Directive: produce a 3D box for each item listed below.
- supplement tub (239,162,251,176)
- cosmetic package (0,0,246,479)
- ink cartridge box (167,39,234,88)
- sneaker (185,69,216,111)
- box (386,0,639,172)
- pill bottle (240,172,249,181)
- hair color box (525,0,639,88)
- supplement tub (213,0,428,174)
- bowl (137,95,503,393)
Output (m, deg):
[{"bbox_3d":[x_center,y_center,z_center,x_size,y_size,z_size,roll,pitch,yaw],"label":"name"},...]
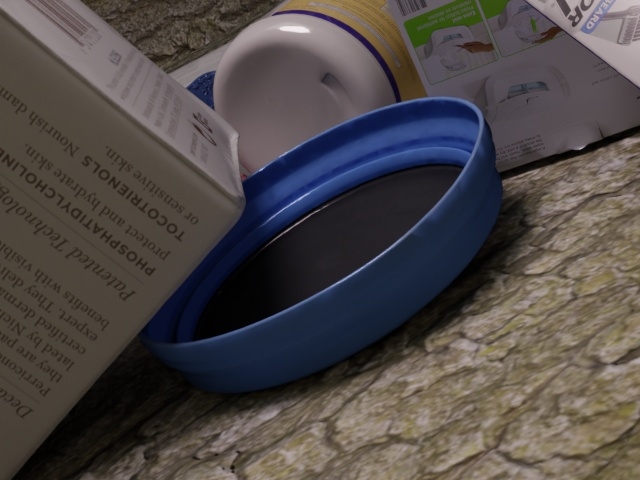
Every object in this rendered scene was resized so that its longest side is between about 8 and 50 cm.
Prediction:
[{"bbox_3d":[-0.168,-0.072,1.569,0.190,0.117,0.117,-16,20,33],"label":"supplement tub"},{"bbox_3d":[-0.320,-0.027,1.112,0.394,0.327,0.329,-48,15,10],"label":"cosmetic package"},{"bbox_3d":[-0.220,-0.178,1.884,0.308,0.091,0.385,-25,30,9],"label":"ink cartridge box"},{"bbox_3d":[-0.185,-0.176,1.686,0.232,0.081,0.090,-33,-13,-40],"label":"sneaker"},{"bbox_3d":[0.234,-0.214,1.188,0.262,0.231,0.127,-20,17,25],"label":"box"},{"bbox_3d":[-0.093,-0.031,1.391,0.086,0.086,0.152,-30,17,-8],"label":"pill bottle"},{"bbox_3d":[0.309,-0.198,0.919,0.185,0.110,0.339,-53,42,15],"label":"hair color box"},{"bbox_3d":[0.037,-0.221,1.484,0.241,0.241,0.331,-15,21,35],"label":"supplement tub"},{"bbox_3d":[0.000,0.000,1.122,0.391,0.077,0.391,-28,22,12],"label":"bowl"}]
